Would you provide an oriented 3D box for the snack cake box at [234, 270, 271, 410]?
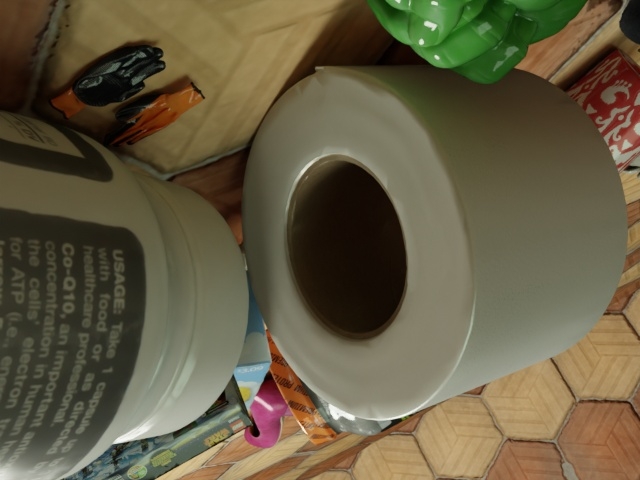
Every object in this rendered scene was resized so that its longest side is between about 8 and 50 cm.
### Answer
[{"bbox_3d":[-0.186,0.108,0.676,0.264,0.089,0.152,-6,154,-17],"label":"snack cake box"}]

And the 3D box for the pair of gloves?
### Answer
[{"bbox_3d":[-0.118,-0.088,0.496,0.074,0.010,0.083,-30,156,7],"label":"pair of gloves"}]

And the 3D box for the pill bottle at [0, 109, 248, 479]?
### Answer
[{"bbox_3d":[-0.206,0.028,0.384,0.204,0.204,0.361,-37,157,22],"label":"pill bottle"}]

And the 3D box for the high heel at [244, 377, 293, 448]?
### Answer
[{"bbox_3d":[-0.106,0.286,1.317,0.117,0.082,0.244,16,153,-22],"label":"high heel"}]

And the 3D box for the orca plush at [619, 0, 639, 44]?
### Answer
[{"bbox_3d":[0.376,-0.233,0.605,0.287,0.102,0.151,-31,144,9],"label":"orca plush"}]

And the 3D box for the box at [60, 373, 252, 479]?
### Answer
[{"bbox_3d":[-0.123,0.125,0.561,0.137,0.094,0.027,-28,126,-3],"label":"box"}]

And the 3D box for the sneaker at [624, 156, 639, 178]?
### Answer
[{"bbox_3d":[0.448,-0.125,1.020,0.121,0.099,0.262,-33,152,34],"label":"sneaker"}]

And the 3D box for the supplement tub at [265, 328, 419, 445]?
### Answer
[{"bbox_3d":[0.099,0.102,0.949,0.315,0.194,0.193,-28,159,0],"label":"supplement tub"}]

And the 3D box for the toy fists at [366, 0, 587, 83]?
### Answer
[{"bbox_3d":[0.072,-0.176,0.377,0.142,0.096,0.279,-20,154,11],"label":"toy fists"}]

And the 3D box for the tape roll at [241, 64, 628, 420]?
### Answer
[{"bbox_3d":[0.076,-0.006,0.599,0.169,0.246,0.246,-10,152,-38],"label":"tape roll"}]

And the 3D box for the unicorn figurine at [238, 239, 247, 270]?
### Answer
[{"bbox_3d":[-0.101,0.031,0.721,0.161,0.060,0.111,-24,161,-16],"label":"unicorn figurine"}]

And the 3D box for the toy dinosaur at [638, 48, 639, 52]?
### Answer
[{"bbox_3d":[0.425,-0.251,0.726,0.118,0.064,0.268,15,136,-39],"label":"toy dinosaur"}]

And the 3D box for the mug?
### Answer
[{"bbox_3d":[0.265,-0.113,0.824,0.113,0.150,0.169,31,121,-24],"label":"mug"}]
